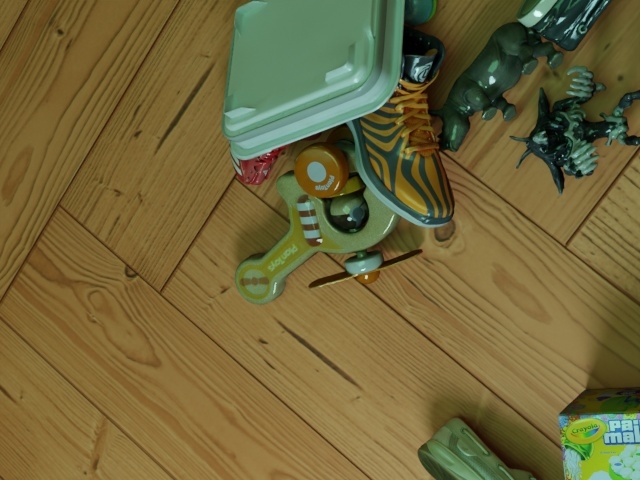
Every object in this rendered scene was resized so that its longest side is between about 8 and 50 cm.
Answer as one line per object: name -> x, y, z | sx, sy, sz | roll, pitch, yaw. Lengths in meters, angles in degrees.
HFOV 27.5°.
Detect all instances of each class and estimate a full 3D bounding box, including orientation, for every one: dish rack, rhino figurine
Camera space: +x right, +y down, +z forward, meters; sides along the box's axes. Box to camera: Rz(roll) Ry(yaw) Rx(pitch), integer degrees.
dish rack -> -0.026, -0.290, 1.944 | 0.333, 0.072, 0.285 | -17, 56, 37
rhino figurine -> 0.242, -0.220, 1.933 | 0.243, 0.073, 0.106 | -48, 51, 21

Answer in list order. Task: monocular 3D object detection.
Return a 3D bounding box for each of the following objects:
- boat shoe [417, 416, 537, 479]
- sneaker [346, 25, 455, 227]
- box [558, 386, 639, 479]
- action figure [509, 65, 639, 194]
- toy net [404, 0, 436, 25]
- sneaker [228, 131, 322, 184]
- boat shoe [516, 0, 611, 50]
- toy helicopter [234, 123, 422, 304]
boat shoe -> 0.287, 0.384, 1.965 | 0.302, 0.109, 0.098 | 38, 67, 23
sneaker -> 0.125, -0.184, 1.904 | 0.321, 0.124, 0.180 | 61, 139, 23
box -> 0.508, 0.354, 1.830 | 0.290, 0.177, 0.279 | -5, 94, 25
action figure -> 0.387, -0.165, 1.843 | 0.275, 0.141, 0.164 | -14, 76, 24
toy net -> 0.071, -0.401, 2.011 | 0.232, 0.045, 0.122 | 49, 129, 14
sneaker -> -0.068, -0.148, 2.063 | 0.221, 0.087, 0.128 | 19, 117, 52
boat shoe -> 0.429, -0.400, 1.815 | 0.113, 0.127, 0.340 | 40, 105, -13
toy helicopter -> 0.000, 0.000, 2.060 | 0.235, 0.140, 0.355 | 50, 123, 2
